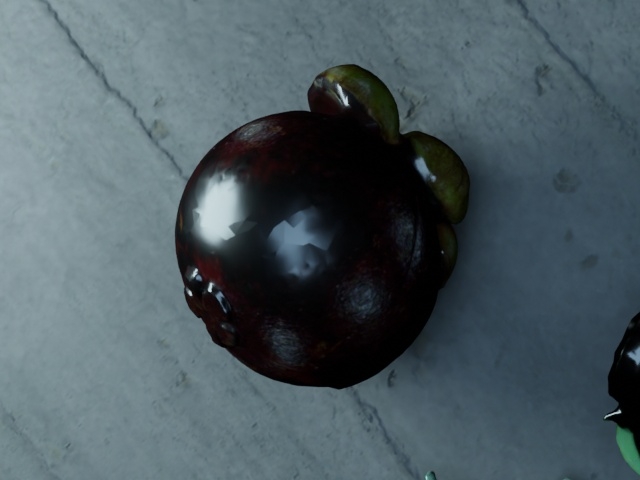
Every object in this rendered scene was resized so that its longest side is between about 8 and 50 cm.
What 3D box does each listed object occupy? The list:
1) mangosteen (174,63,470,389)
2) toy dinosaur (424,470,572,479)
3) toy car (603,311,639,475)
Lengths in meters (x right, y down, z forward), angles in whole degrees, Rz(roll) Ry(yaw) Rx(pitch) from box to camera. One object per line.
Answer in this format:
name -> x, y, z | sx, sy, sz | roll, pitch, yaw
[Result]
mangosteen -> 0.000, 0.000, 1.226 | 0.210, 0.210, 0.209 | 0, 89, 17
toy dinosaur -> 0.179, 0.241, 1.212 | 0.383, 0.076, 0.129 | 25, 66, 26
toy car -> 0.329, 0.007, 1.137 | 0.213, 0.176, 0.358 | 21, 99, 17
